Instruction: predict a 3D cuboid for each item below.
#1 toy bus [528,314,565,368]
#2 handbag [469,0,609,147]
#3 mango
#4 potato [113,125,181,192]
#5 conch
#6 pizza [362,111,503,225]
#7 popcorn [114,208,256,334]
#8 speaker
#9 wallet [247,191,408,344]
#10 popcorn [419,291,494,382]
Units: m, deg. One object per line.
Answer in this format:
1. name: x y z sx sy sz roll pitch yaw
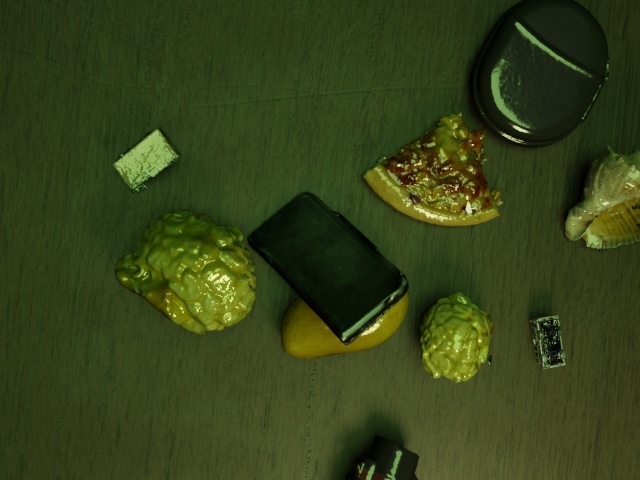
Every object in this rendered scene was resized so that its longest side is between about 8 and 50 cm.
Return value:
1. toy bus: 0.452 0.198 1.750 0.052 0.058 0.102 -10 96 -7
2. handbag: 0.438 -0.334 1.736 0.253 0.093 0.308 29 87 -4
3. mango: 0.043 0.136 1.673 0.261 0.130 0.167 -20 83 2
4. potato: -0.332 -0.153 1.672 0.122 0.061 0.086 -38 96 -4
5. conch: 0.585 -0.080 1.724 0.178 0.163 0.245 45 116 12
6. pizza: 0.240 -0.146 1.720 0.289 0.081 0.229 18 87 -4
7. popcorn: -0.247 0.060 1.615 0.251 0.206 0.237 -16 106 6
8. speaker: 0.131 0.568 1.660 0.259 0.198 0.330 28 78 8
9. wallet: 0.011 0.040 1.629 0.172 0.045 0.318 -41 54 -9
10. popcorn: 0.264 0.194 1.689 0.142 0.173 0.174 -8 90 16
